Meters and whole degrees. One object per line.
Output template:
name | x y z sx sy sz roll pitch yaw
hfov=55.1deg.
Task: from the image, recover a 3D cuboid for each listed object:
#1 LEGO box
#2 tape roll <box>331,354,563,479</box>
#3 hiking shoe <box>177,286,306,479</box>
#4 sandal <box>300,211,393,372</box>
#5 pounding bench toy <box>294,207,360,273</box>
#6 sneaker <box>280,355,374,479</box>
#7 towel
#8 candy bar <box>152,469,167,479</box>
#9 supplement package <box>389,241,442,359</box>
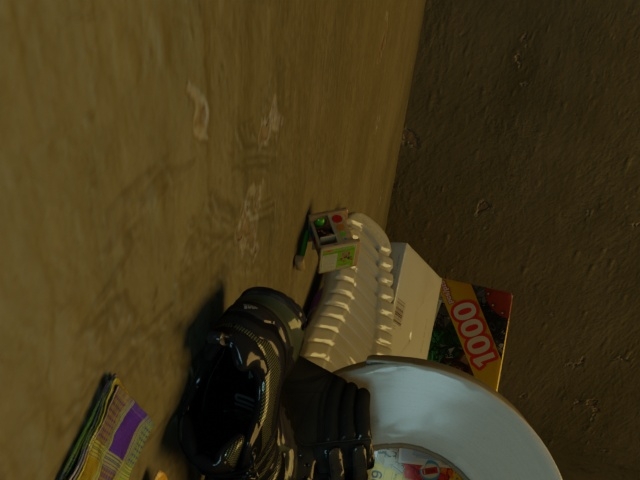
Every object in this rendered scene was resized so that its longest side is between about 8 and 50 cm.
LEGO box | 0.185 0.332 1.359 0.193 0.372 0.501 72 31 -73
tape roll | 0.093 0.334 0.725 0.072 0.391 0.392 24 78 -80
hiking shoe | -0.073 0.153 0.471 0.114 0.086 0.227 -27 124 -62
sandal | 0.032 0.141 0.974 0.102 0.169 0.416 -29 -147 44
pounding bench toy | 0.000 0.000 0.782 0.052 0.083 0.065 95 -20 -52
sneaker | -0.028 0.243 0.604 0.105 0.146 0.296 95 12 -48
towel | -0.112 0.113 0.332 0.083 0.009 0.060 89 15 -55
candy bar | -0.111 0.216 0.452 0.162 0.018 0.040 92 17 -51
supplement package | 0.113 0.157 1.183 0.204 0.145 0.262 39 59 -51
